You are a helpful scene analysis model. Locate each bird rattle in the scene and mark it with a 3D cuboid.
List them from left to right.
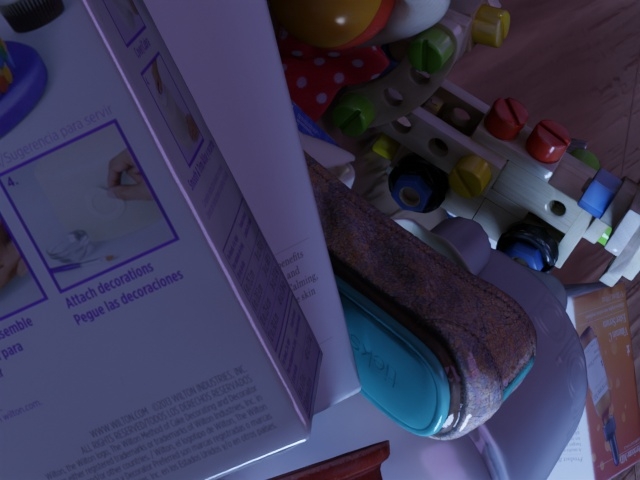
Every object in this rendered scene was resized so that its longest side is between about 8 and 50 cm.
[{"bbox_3d":[-0.014,-0.146,1.034,0.253,0.207,0.143,27,64,-50],"label":"bird rattle"}]

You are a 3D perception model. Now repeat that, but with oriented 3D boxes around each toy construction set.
[{"bbox_3d":[0.144,-0.084,1.221,0.328,0.215,0.151,43,47,16],"label":"toy construction set"}]

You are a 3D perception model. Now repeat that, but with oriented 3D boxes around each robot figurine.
[{"bbox_3d":[0.054,0.126,1.094,0.353,0.200,0.299,-45,145,-52],"label":"robot figurine"}]

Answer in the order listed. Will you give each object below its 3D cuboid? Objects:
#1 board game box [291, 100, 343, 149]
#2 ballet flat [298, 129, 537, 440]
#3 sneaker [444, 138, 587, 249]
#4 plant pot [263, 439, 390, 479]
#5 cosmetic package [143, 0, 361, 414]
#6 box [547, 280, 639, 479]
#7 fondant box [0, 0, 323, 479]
[{"bbox_3d":[-0.043,-0.066,1.074,0.090,0.090,0.020,41,50,-49],"label":"board game box"},{"bbox_3d":[0.000,0.000,0.956,0.106,0.316,0.107,-26,146,-36],"label":"ballet flat"},{"bbox_3d":[0.170,-0.031,1.443,0.235,0.090,0.094,-36,128,-51],"label":"sneaker"},{"bbox_3d":[-0.052,0.263,0.771,0.272,0.272,0.265,-8,77,-59],"label":"plant pot"},{"bbox_3d":[-0.129,-0.061,0.829,0.197,0.155,0.365,-23,105,-38],"label":"cosmetic package"},{"bbox_3d":[0.222,0.129,1.477,0.130,0.091,0.170,-12,95,-59],"label":"box"},{"bbox_3d":[-0.175,-0.031,0.646,0.330,0.238,0.096,63,12,-15],"label":"fondant box"}]
